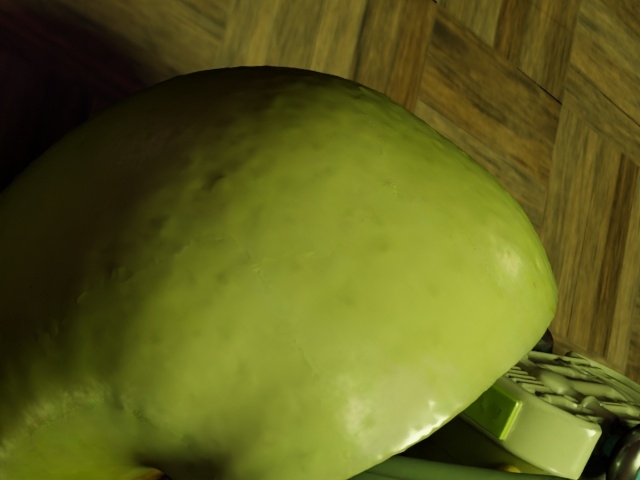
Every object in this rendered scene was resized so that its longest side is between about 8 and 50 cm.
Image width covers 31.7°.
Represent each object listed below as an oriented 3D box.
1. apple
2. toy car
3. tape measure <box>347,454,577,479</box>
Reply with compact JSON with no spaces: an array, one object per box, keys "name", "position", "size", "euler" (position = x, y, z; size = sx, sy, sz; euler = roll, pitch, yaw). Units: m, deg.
[{"name":"apple","position":[-0.053,0.045,0.547],"size":[0.233,0.295,0.258],"euler":[36,37,-2]},{"name":"toy car","position":[0.164,0.183,0.863],"size":[0.248,0.204,0.198],"euler":[13,105,-45]},{"name":"tape measure","position":[0.080,0.238,0.700],"size":[0.125,0.243,0.246],"euler":[-50,125,-34]}]
